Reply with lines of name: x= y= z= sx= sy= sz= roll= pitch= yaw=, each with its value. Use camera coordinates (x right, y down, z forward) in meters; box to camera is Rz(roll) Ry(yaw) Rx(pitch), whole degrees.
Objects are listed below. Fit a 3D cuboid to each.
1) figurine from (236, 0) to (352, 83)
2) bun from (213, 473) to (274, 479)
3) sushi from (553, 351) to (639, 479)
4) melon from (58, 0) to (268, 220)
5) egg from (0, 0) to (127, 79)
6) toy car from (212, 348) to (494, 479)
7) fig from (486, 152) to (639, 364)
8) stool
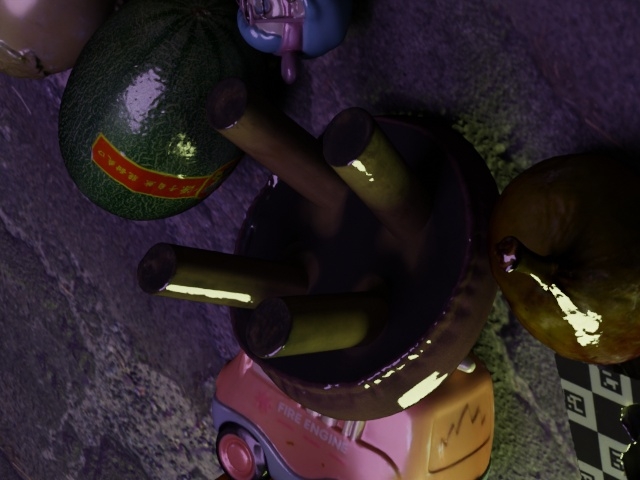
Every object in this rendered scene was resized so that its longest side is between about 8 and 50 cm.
figurine: x=-0.015 y=-0.258 z=1.513 sx=0.205 sy=0.103 sz=0.260 roll=-127 pitch=32 yaw=-54
bun: x=0.008 y=0.307 z=1.802 sx=0.299 sy=0.299 sz=0.165 roll=24 pitch=93 yaw=38
sushi: x=0.297 y=0.190 z=1.522 sx=0.192 sy=0.050 sz=0.215 roll=18 pitch=133 yaw=46
melon: x=-0.151 y=-0.119 z=1.717 sx=0.182 sy=0.182 sz=0.288 roll=52 pitch=145 yaw=9
egg: x=-0.271 y=-0.238 z=1.788 sx=0.164 sy=0.164 sz=0.201 roll=61 pitch=151 yaw=-3
toy car: x=0.036 y=0.138 z=1.698 sx=0.270 sy=0.180 sz=0.212 roll=30 pitch=125 yaw=33
fig: x=0.186 y=0.013 z=1.375 sx=0.145 sy=0.274 sz=0.170 roll=-34 pitch=79 yaw=18
stool: x=0.000 y=0.000 z=1.527 sx=0.272 sy=0.178 sz=0.272 roll=-18 pitch=61 yaw=36
